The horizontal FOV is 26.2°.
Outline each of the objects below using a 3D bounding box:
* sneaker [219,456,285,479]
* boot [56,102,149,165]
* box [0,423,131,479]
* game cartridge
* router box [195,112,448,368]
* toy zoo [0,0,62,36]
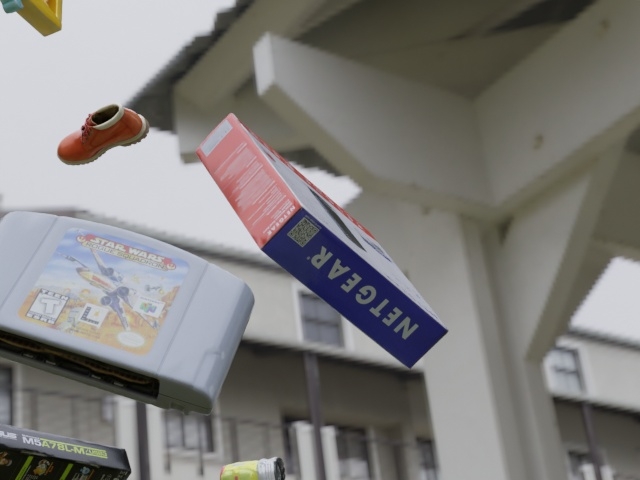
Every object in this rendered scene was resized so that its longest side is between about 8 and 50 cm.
[{"bbox_3d":[-0.095,0.377,1.827,0.094,0.081,0.209,2,-69,5],"label":"sneaker"},{"bbox_3d":[-0.356,-0.170,2.142,0.157,0.059,0.084,-22,-25,16],"label":"boot"},{"bbox_3d":[-0.340,0.300,1.574,0.184,0.045,0.191,18,-61,-31],"label":"box"},{"bbox_3d":[-0.228,0.067,1.452,0.297,0.198,0.062,17,-46,2],"label":"game cartridge"},{"bbox_3d":[0.000,0.000,1.959,0.082,0.301,0.335,-46,-53,6],"label":"router box"},{"bbox_3d":[-0.395,-0.398,1.783,0.030,0.293,0.192,-18,-38,16],"label":"toy zoo"}]
